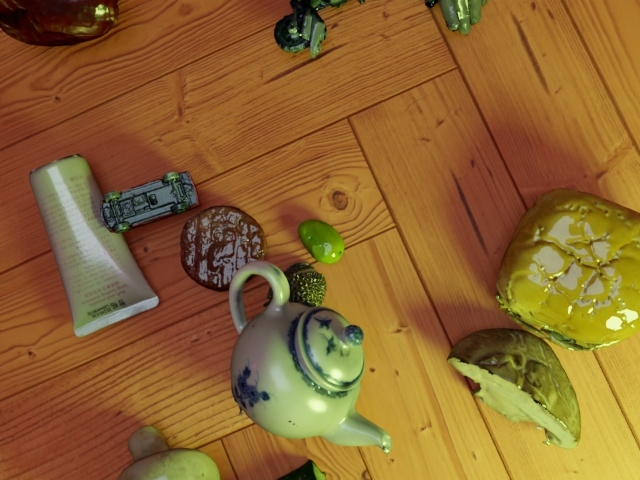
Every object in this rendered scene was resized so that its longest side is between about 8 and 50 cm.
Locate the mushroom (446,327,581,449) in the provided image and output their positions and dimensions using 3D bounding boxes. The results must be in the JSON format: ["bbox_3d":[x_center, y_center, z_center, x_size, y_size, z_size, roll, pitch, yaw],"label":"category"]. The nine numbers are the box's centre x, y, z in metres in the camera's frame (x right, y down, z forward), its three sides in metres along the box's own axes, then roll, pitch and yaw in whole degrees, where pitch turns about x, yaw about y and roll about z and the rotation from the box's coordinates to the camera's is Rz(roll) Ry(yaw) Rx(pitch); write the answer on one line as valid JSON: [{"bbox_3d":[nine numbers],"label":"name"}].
[{"bbox_3d":[0.390,0.257,1.372,0.285,0.156,0.151,37,63,4],"label":"mushroom"}]

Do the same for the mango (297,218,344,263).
[{"bbox_3d":[0.000,0.000,1.459,0.108,0.056,0.073,39,83,10],"label":"mango"}]

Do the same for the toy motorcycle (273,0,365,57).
[{"bbox_3d":[0.014,-0.499,1.487,0.159,0.106,0.270,19,82,13],"label":"toy motorcycle"}]

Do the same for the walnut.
[{"bbox_3d":[-0.545,-0.526,1.490,0.269,0.222,0.244,0,92,-10],"label":"walnut"}]

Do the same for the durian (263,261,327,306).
[{"bbox_3d":[-0.057,0.105,1.449,0.140,0.071,0.110,-24,82,7],"label":"durian"}]

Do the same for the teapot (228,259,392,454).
[{"bbox_3d":[-0.024,0.221,1.324,0.280,0.252,0.424,-37,86,37],"label":"teapot"}]

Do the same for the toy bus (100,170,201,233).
[{"bbox_3d":[-0.345,-0.074,1.471,0.195,0.089,0.081,-19,84,-5],"label":"toy bus"}]

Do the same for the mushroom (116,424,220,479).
[{"bbox_3d":[-0.300,0.472,1.394,0.206,0.209,0.206,-5,102,-21],"label":"mushroom"}]

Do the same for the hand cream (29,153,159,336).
[{"bbox_3d":[-0.479,0.001,1.488,0.185,0.118,0.359,-22,90,-3],"label":"hand cream"}]

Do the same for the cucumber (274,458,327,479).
[{"bbox_3d":[-0.109,0.565,1.393,0.325,0.105,0.145,-34,83,4],"label":"cucumber"}]

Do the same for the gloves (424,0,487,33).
[{"bbox_3d":[0.291,-0.563,1.474,0.142,0.119,0.286,5,88,37],"label":"gloves"}]

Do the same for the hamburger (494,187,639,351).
[{"bbox_3d":[0.492,0.061,1.359,0.318,0.158,0.319,0,86,7],"label":"hamburger"}]

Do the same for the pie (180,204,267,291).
[{"bbox_3d":[-0.200,0.016,1.481,0.182,0.049,0.182,0,85,3],"label":"pie"}]
